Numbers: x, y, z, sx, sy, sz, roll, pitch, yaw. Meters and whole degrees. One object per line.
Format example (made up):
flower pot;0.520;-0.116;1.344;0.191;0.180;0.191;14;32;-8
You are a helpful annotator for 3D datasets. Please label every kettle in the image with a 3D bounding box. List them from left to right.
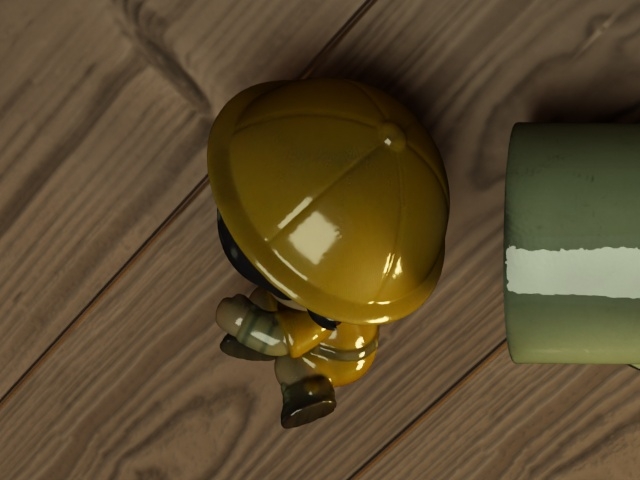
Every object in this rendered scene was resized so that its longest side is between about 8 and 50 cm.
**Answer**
kettle;0.258;0.017;1.340;0.255;0.165;0.240;-1;143;10

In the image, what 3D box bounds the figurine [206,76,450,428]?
figurine;0.005;-0.001;1.383;0.167;0.192;0.257;-10;146;-9
